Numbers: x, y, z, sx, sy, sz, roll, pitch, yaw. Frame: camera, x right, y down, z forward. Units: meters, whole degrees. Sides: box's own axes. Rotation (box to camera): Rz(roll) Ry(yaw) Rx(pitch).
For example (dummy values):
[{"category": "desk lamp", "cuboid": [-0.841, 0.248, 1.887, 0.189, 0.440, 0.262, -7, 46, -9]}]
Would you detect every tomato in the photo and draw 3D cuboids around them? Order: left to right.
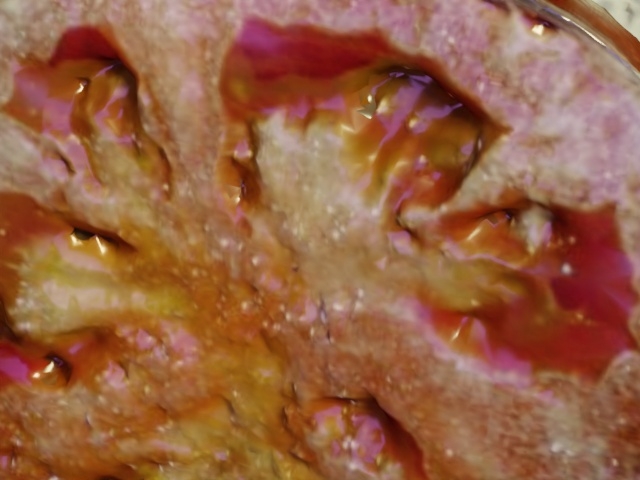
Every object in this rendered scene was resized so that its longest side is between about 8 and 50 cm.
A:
[{"category": "tomato", "cuboid": [0.002, -0.001, 0.701, 0.338, 0.144, 0.338, 8, 122, 13]}]
